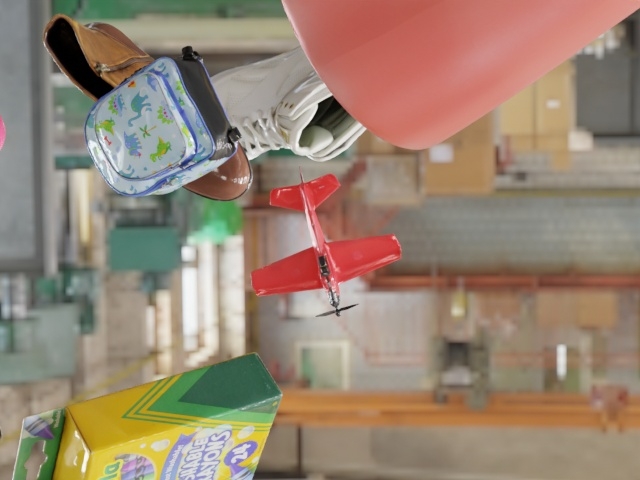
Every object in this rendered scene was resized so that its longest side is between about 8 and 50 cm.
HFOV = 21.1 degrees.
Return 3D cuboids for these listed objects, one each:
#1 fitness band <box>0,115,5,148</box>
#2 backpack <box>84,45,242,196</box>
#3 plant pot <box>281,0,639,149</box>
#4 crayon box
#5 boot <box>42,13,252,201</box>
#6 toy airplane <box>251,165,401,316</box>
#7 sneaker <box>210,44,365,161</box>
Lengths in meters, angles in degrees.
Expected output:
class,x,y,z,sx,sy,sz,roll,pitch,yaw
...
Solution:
class,x,y,z,sx,sy,sz,roll,pitch,yaw
fitness band,-0.508,-0.090,1.999,0.291,0.054,0.209,-22,-149,0
backpack,-0.144,-0.092,1.455,0.114,0.105,0.084,-30,173,29
plant pot,0.134,-0.242,1.426,0.243,0.275,0.275,-22,172,33
crayon box,-0.222,0.271,2.171,0.323,0.203,0.083,-14,-127,-29
boot,-0.175,-0.139,1.841,0.096,0.264,0.280,-37,-175,1
toy airplane,0.000,0.000,1.649,0.151,0.151,0.028,0,179,6
sneaker,-0.061,-0.139,2.001,0.293,0.108,0.169,-29,-154,11
